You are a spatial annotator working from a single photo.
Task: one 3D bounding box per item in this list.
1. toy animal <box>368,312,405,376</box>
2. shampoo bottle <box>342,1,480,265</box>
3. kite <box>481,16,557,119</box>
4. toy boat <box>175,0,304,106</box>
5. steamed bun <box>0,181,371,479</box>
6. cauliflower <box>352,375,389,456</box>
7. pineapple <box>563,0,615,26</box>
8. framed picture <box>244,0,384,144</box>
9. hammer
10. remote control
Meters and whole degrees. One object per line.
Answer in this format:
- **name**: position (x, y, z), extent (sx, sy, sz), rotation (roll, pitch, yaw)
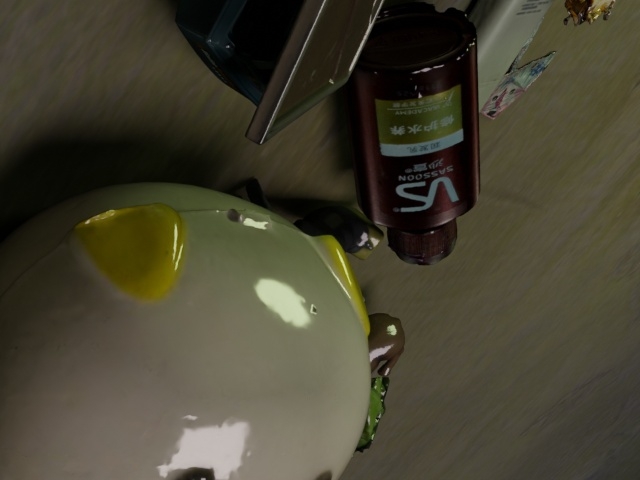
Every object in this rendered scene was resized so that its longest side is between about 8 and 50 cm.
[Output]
- **toy animal**: position (0.002, 0.144, 1.909), extent (0.214, 0.094, 0.186), rotation (-33, 174, -12)
- **shampoo bottle**: position (0.089, -0.090, 1.611), extent (0.129, 0.084, 0.323), rotation (-10, 146, -2)
- **kite**: position (0.196, -0.173, 1.756), extent (0.137, 0.005, 0.152), rotation (-27, 152, -27)
- **toy boat**: position (-0.041, -0.157, 1.349), extent (0.093, 0.103, 0.246), rotation (-62, 161, -7)
- **steamed bun**: position (-0.131, 0.114, 1.425), extent (0.374, 0.334, 0.334), rotation (7, 129, -47)
- **cauliflower**: position (-0.075, 0.151, 1.726), extent (0.315, 0.256, 0.239), rotation (-19, 175, 38)
- **pineapple**: position (0.287, -0.289, 1.578), extent (0.221, 0.047, 0.221), rotation (-49, 164, -20)
- **framed picture**: position (0.039, -0.223, 1.284), extent (0.289, 0.016, 0.213), rotation (-65, 171, 26)
- **hammer**: position (0.000, 0.000, 1.658), extent (0.041, 0.159, 0.226), rotation (-46, 174, 18)
- **remote control**: position (0.170, -0.198, 1.636), extent (0.090, 0.038, 0.309), rotation (-15, 147, -44)
